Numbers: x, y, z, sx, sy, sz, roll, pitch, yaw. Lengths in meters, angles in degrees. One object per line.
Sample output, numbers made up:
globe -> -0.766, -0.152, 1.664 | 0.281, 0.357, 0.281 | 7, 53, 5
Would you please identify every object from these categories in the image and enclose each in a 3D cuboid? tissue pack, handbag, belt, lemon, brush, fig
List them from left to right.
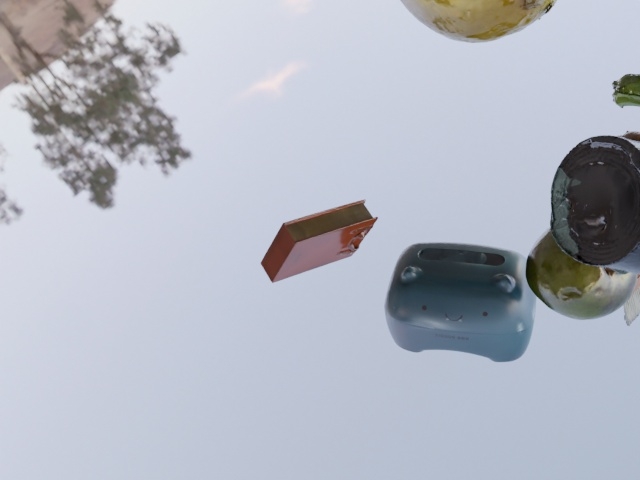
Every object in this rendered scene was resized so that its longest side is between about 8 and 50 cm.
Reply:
handbag -> 0.000, 0.000, 1.528 | 0.190, 0.063, 0.127 | -18, 154, -36
tissue pack -> 0.273, 0.106, 1.689 | 0.287, 0.206, 0.198 | 7, -139, 16
lemon -> 0.200, -0.382, 1.141 | 0.235, 0.236, 0.263 | -20, -122, 20
fig -> 0.440, 0.052, 1.503 | 0.181, 0.181, 0.191 | -46, -171, -23
belt -> 0.334, -0.039, 0.976 | 0.078, 0.151, 0.198 | 8, -168, -18
brush -> 0.638, 0.031, 1.821 | 0.017, 0.314, 0.090 | 7, -143, 47

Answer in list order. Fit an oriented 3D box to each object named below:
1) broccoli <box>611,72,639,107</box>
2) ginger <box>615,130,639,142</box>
broccoli -> 0.620, -0.232, 1.375 | 0.304, 0.165, 0.146 | 5, -108, 20
ginger -> 0.439, -0.108, 1.247 | 0.103, 0.073, 0.162 | -51, 179, -8
